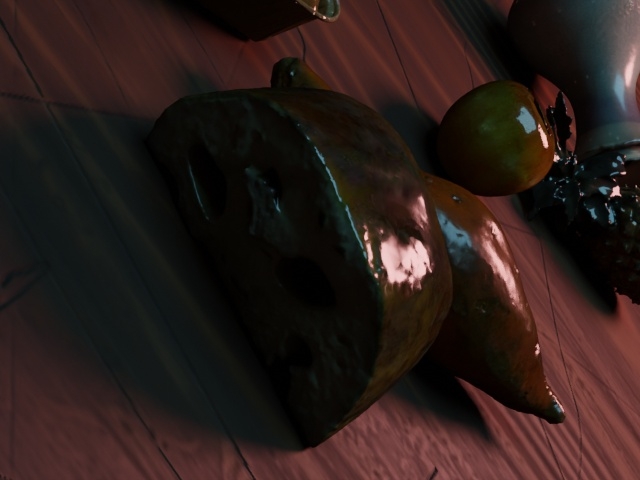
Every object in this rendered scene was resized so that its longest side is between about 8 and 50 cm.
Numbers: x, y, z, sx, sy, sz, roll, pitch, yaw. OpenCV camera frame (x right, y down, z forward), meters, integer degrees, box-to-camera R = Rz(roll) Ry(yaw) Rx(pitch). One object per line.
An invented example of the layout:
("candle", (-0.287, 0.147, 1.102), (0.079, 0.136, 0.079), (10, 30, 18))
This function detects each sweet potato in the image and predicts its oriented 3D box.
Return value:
("sweet potato", (0.084, 0.013, 0.969), (0.359, 0.112, 0.112), (51, 29, -19))

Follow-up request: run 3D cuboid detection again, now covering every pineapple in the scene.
("pineapple", (0.281, -0.034, 1.330), (0.251, 0.125, 0.125), (40, 33, -21))

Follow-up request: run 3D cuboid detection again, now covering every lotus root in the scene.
("lotus root", (0.000, 0.000, 0.842), (0.119, 0.138, 0.235), (-22, 87, -51))

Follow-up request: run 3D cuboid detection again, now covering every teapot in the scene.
("teapot", (0.308, -0.182, 1.456), (0.183, 0.183, 0.251), (18, 60, -50))

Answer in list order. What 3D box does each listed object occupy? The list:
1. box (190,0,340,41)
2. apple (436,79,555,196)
("box", (-0.057, -0.224, 0.977), (0.177, 0.111, 0.111), (31, 39, -40))
("apple", (0.157, -0.095, 1.197), (0.099, 0.102, 0.114), (55, 19, -33))
